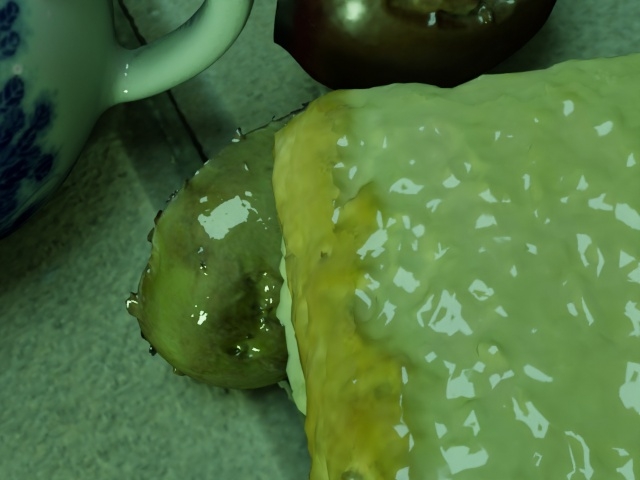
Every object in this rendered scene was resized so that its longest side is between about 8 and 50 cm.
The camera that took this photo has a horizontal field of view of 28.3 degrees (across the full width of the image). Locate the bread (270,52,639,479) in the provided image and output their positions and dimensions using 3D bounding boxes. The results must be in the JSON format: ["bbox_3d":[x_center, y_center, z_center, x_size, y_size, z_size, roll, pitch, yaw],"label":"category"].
[{"bbox_3d":[0.113,0.116,0.407,0.236,0.165,0.375,-5,57,-4],"label":"bread"}]

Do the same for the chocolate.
[{"bbox_3d":[0.050,-0.128,0.623,0.133,0.127,0.124,16,73,4],"label":"chocolate"}]

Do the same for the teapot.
[{"bbox_3d":[-0.235,-0.121,0.615,0.424,0.280,0.252,-3,59,15],"label":"teapot"}]

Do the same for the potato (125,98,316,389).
[{"bbox_3d":[0.000,0.000,0.575,0.172,0.100,0.089,-43,60,-15],"label":"potato"}]
